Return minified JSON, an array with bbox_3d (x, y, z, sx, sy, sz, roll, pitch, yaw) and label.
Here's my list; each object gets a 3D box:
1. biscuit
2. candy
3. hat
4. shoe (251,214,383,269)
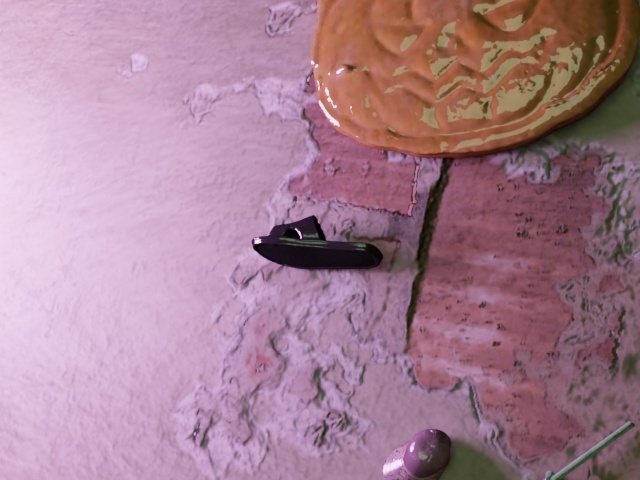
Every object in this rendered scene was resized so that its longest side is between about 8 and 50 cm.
[{"bbox_3d":[0.168,-0.270,1.090,0.385,0.062,0.365,-11,70,18],"label":"biscuit"},{"bbox_3d":[0.233,0.242,0.927,0.201,0.060,0.060,-36,65,0],"label":"candy"},{"bbox_3d":[0.102,0.236,0.976,0.087,0.042,0.058,-38,65,7],"label":"hat"},{"bbox_3d":[0.000,0.000,1.078,0.159,0.062,0.053,5,64,23],"label":"shoe"}]
